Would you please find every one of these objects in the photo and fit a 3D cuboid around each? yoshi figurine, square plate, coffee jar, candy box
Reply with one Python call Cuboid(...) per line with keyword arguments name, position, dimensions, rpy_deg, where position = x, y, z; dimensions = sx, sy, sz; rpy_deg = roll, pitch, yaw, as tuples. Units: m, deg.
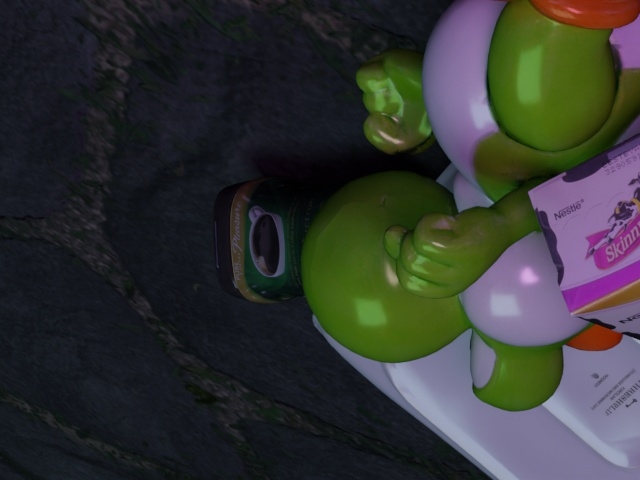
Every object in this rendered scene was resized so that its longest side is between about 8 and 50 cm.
Cuboid(name="yoshi figurine", position=(0.070, -0.048, 0.996), dimensions=(0.203, 0.203, 0.362), rpy_deg=(32, 141, 31))
Cuboid(name="square plate", position=(0.190, 0.084, 1.179), dimensions=(0.344, 0.049, 0.347), rpy_deg=(40, 136, 0))
Cuboid(name="coffee jar", position=(0.000, 0.000, 1.362), dimensions=(0.079, 0.096, 0.184), rpy_deg=(-6, -175, -43))
Cuboid(name="candy box", position=(0.231, -0.004, 0.928), dimensions=(0.159, 0.071, 0.233), rpy_deg=(-29, 153, 27))
